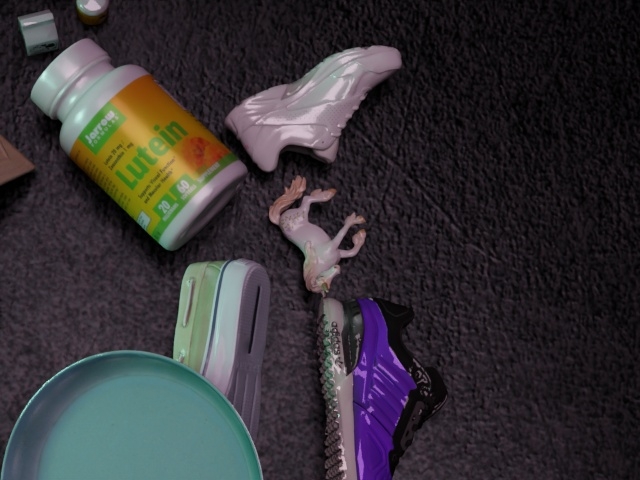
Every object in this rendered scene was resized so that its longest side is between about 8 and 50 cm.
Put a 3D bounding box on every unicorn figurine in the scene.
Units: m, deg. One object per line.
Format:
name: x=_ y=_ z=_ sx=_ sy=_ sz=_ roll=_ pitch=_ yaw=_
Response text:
unicorn figurine: x=0.000 y=0.000 z=1.742 sx=0.111 sy=0.060 sz=0.162 roll=-40 pitch=56 yaw=-18

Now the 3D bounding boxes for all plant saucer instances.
plant saucer: x=-0.201 y=0.278 z=1.595 sx=0.317 sy=0.044 sz=0.317 roll=-1 pitch=88 yaw=20

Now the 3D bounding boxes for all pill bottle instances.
pill bottle: x=-0.216 y=-0.117 z=1.701 sx=0.246 sy=0.136 sz=0.136 roll=43 pitch=74 yaw=4

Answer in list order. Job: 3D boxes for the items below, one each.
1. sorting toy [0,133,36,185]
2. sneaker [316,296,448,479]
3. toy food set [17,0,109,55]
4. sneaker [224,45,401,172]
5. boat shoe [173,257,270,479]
sorting toy: x=-0.440 y=-0.120 z=1.650 sx=0.193 sy=0.208 sz=0.038 roll=42 pitch=109 yaw=3
sneaker: x=0.079 y=0.204 z=1.683 sx=0.146 sy=0.102 sz=0.293 roll=-3 pitch=77 yaw=-10
toy food set: x=-0.370 y=-0.287 z=1.736 sx=0.232 sy=0.104 sz=0.111 roll=-15 pitch=79 yaw=-12
sneaker: x=0.006 y=-0.155 z=1.778 sx=0.232 sy=0.090 sz=0.115 roll=-28 pitch=88 yaw=-5
boat shoe: x=-0.127 y=0.168 z=1.675 sx=0.094 sy=0.109 sz=0.302 roll=3 pitch=76 yaw=28
